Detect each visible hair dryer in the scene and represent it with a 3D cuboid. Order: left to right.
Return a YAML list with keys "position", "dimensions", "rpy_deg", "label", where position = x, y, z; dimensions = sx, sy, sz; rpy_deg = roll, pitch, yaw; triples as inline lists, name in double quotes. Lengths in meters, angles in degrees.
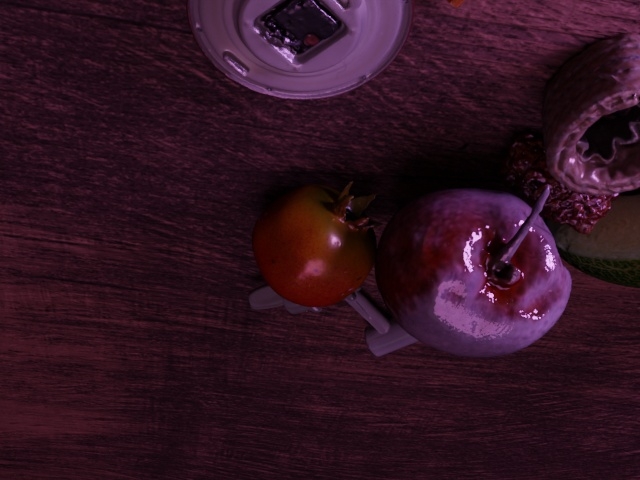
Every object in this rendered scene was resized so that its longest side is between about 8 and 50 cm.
- position: [0.119, 0.151, 1.767]
  dimensions: [0.131, 0.073, 0.236]
  rpy_deg: [-26, 125, 28]
  label: "hair dryer"

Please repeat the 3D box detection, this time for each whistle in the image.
- position: [-0.028, 0.094, 1.654]
  dimensions: [0.253, 0.101, 0.105]
  rpy_deg: [-16, 141, 18]
  label: "whistle"

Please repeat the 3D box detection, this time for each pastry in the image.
- position: [0.397, -0.097, 1.385]
  dimensions: [0.209, 0.115, 0.097]
  rpy_deg: [25, 150, -6]
  label: "pastry"

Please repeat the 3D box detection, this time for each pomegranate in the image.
- position: [0.000, 0.000, 1.454]
  dimensions: [0.221, 0.220, 0.256]
  rpy_deg: [24, 129, -26]
  label: "pomegranate"

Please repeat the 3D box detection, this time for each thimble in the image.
- position: [0.441, -0.189, 1.249]
  dimensions: [0.196, 0.148, 0.229]
  rpy_deg: [3, 139, 1]
  label: "thimble"

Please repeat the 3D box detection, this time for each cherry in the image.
- position: [0.260, 0.052, 1.405]
  dimensions: [0.327, 0.291, 0.335]
  rpy_deg: [15, 177, 16]
  label: "cherry"

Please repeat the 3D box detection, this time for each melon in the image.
- position: [0.588, -0.009, 1.455]
  dimensions: [0.344, 0.226, 0.331]
  rpy_deg: [-21, 180, 25]
  label: "melon"

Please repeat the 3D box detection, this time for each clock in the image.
- position: [-0.028, -0.318, 1.149]
  dimensions: [0.319, 0.080, 0.318]
  rpy_deg: [1, 142, 1]
  label: "clock"

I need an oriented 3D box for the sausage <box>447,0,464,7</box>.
- position: [0.215, -0.364, 1.121]
  dimensions: [0.031, 0.031, 0.107]
  rpy_deg: [26, 135, -27]
  label: "sausage"
